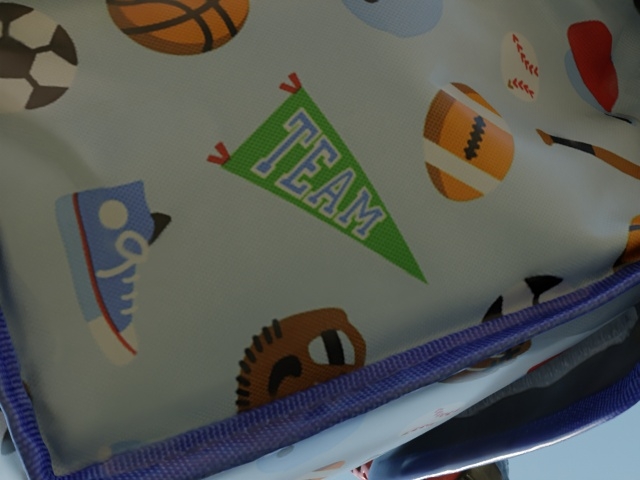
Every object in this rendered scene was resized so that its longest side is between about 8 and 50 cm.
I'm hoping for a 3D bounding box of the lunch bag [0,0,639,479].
[{"bbox_3d":[0.000,0.000,0.746,0.385,0.328,0.239,-19,-98,-25],"label":"lunch bag"}]

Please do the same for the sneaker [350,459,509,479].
[{"bbox_3d":[0.105,0.214,1.590,0.135,0.276,0.098,40,-98,-12],"label":"sneaker"}]
